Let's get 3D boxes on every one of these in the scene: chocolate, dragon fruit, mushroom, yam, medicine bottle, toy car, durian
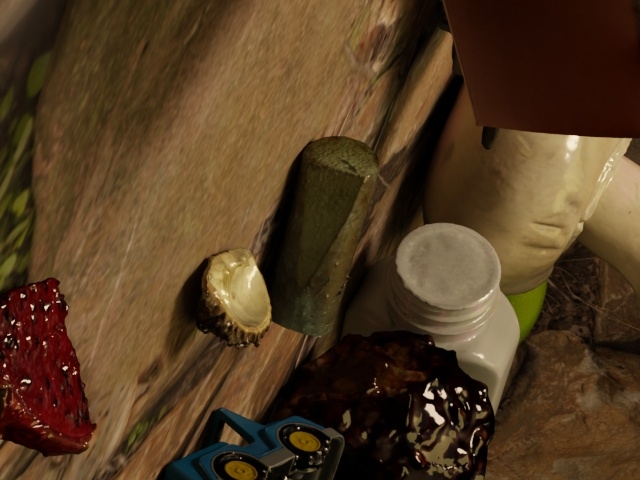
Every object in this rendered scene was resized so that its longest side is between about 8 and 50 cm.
[{"bbox_3d":[0.034,0.161,1.824,0.177,0.224,0.206,44,26,-55],"label":"chocolate"},{"bbox_3d":[-0.172,0.075,0.983,0.131,0.063,0.097,-20,100,-75],"label":"dragon fruit"},{"bbox_3d":[0.234,-0.055,2.076,0.315,0.315,0.356,-14,92,-76],"label":"mushroom"},{"bbox_3d":[0.000,0.000,1.550,0.068,0.068,0.169,-51,161,-53],"label":"yam"},{"bbox_3d":[0.112,0.120,2.036,0.324,0.179,0.124,97,20,-53],"label":"medicine bottle"},{"bbox_3d":[-0.073,0.201,1.583,0.191,0.100,0.097,-18,134,-49],"label":"toy car"},{"bbox_3d":[-0.061,0.044,1.396,0.130,0.052,0.066,-23,133,-73],"label":"durian"}]

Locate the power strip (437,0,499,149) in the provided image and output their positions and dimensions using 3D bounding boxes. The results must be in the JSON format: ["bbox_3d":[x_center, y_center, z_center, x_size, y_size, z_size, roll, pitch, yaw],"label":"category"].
[{"bbox_3d":[0.165,-0.254,1.742,0.257,0.092,0.251,97,11,-53],"label":"power strip"}]

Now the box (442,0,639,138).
[{"bbox_3d":[0.159,-0.316,1.106,0.344,0.122,0.385,69,33,-50],"label":"box"}]

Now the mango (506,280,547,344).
[{"bbox_3d":[0.179,0.085,2.343,0.343,0.156,0.192,-43,153,-61],"label":"mango"}]
